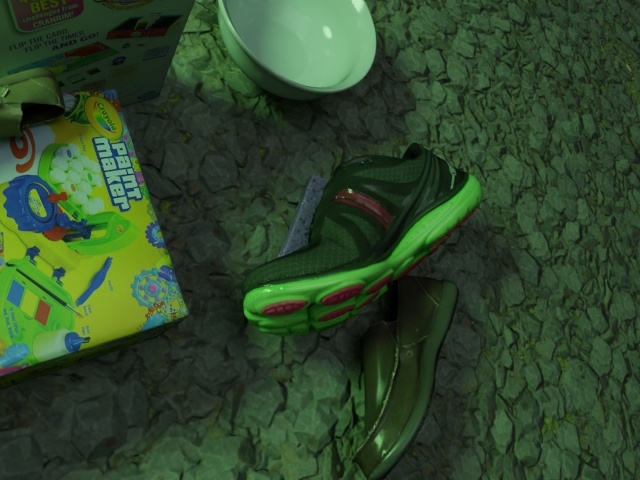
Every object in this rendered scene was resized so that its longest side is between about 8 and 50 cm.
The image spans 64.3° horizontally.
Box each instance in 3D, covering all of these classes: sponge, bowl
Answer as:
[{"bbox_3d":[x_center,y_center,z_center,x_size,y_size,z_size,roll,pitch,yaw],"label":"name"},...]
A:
[{"bbox_3d":[0.000,0.000,0.867,0.117,0.031,0.210,29,61,-19],"label":"sponge"},{"bbox_3d":[-0.059,-0.363,0.897,0.297,0.134,0.298,10,69,-27],"label":"bowl"}]

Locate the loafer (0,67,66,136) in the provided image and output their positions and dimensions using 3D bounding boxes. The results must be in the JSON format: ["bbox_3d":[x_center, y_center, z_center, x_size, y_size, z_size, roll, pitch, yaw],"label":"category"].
[{"bbox_3d":[-0.322,-0.127,0.505,0.050,0.056,0.148,48,56,2],"label":"loafer"}]

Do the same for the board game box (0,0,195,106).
[{"bbox_3d":[-0.286,-0.254,0.623,0.242,0.316,0.064,-30,89,-34],"label":"board game box"}]

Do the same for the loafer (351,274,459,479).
[{"bbox_3d":[0.116,0.202,0.824,0.130,0.134,0.366,22,50,8],"label":"loafer"}]

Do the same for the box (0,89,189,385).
[{"bbox_3d":[-0.343,0.007,0.583,0.279,0.177,0.290,-15,80,-32],"label":"box"}]

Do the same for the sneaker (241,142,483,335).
[{"bbox_3d":[0.055,-0.015,0.807,0.482,0.185,0.202,-31,72,-37],"label":"sneaker"}]
